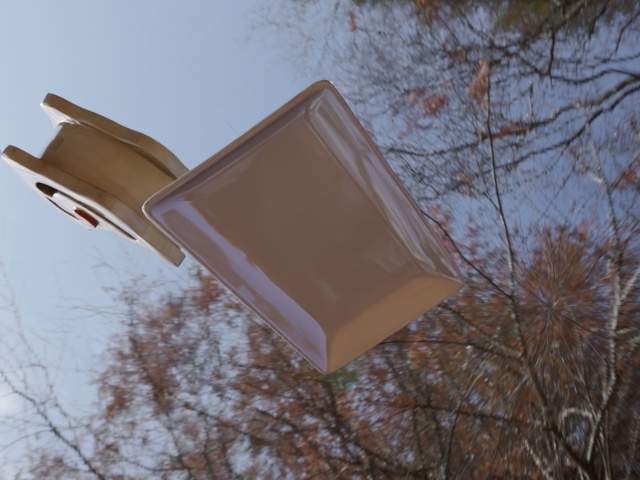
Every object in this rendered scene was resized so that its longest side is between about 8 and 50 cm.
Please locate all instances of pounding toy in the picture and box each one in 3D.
[{"bbox_3d":[-0.241,-0.034,0.900,0.269,0.154,0.155,25,-107,28],"label":"pounding toy"}]

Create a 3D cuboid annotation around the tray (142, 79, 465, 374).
[{"bbox_3d":[0.000,0.000,0.677,0.145,0.270,0.030,-35,-132,6],"label":"tray"}]
